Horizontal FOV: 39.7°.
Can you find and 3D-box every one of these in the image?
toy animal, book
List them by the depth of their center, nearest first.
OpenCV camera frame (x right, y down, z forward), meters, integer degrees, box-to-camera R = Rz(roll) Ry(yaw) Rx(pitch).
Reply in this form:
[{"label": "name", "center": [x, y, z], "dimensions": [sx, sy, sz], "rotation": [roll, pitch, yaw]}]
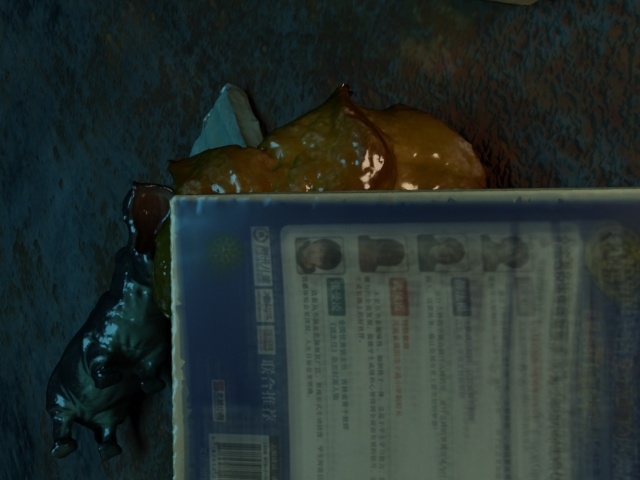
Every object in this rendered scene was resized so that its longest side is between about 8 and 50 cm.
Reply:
[{"label": "book", "center": [0.062, 0.081, 0.545], "dimensions": [0.322, 0.018, 0.229], "rotation": [1, 92, 11]}, {"label": "toy animal", "center": [-0.235, 0.107, 1.074], "dimensions": [0.343, 0.106, 0.168], "rotation": [-64, 34, 18]}]

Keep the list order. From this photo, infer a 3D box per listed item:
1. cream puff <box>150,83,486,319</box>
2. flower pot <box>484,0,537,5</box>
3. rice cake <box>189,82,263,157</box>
[{"label": "cream puff", "center": [0.000, 0.000, 0.670], "dimensions": [0.268, 0.241, 0.155], "rotation": [-31, 62, 16]}, {"label": "flower pot", "center": [0.118, -0.356, 0.579], "dimensions": [0.254, 0.164, 0.368], "rotation": [-32, 62, 54]}, {"label": "rice cake", "center": [-0.087, -0.056, 0.936], "dimensions": [0.124, 0.038, 0.211], "rotation": [-57, 44, 35]}]
